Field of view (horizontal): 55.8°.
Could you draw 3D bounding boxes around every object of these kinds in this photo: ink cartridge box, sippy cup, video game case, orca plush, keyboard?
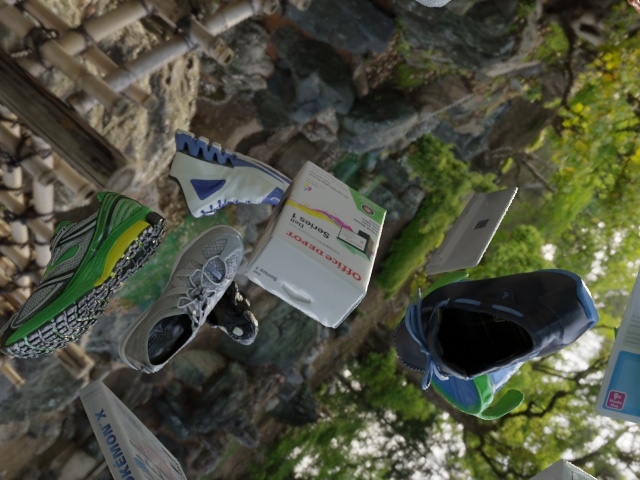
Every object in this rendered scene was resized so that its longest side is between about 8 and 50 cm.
[{"bbox_3d":[0.000,0.000,1.167,0.117,0.201,0.278,-51,-169,36],"label":"ink cartridge box"},{"bbox_3d":[0.354,0.226,1.342,0.224,0.240,0.305,-31,138,-19],"label":"sippy cup"},{"bbox_3d":[-0.205,0.380,0.840,0.036,0.300,0.329,-31,143,-15],"label":"video game case"},{"bbox_3d":[-0.229,0.117,1.508,0.151,0.287,0.102,-2,150,-45],"label":"orca plush"},{"bbox_3d":[0.224,-0.020,0.874,0.072,0.014,0.256,-7,-156,33],"label":"keyboard"}]

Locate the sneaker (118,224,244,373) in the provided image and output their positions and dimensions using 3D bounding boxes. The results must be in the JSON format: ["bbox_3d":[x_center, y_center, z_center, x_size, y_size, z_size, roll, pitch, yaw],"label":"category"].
[{"bbox_3d":[-0.207,0.102,0.985,0.281,0.105,0.115,-57,-150,-11],"label":"sneaker"}]

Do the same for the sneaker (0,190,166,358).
[{"bbox_3d":[-0.433,0.060,1.070,0.343,0.146,0.134,-52,170,-24],"label":"sneaker"}]

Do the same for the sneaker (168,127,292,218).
[{"bbox_3d":[-0.225,-0.123,1.444,0.127,0.316,0.182,-101,-144,-77],"label":"sneaker"}]

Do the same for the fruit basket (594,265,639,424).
[{"bbox_3d":[0.550,0.092,0.789,0.165,0.327,0.353,-130,-126,-71],"label":"fruit basket"}]

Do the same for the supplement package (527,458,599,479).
[{"bbox_3d":[0.411,0.460,0.881,0.134,0.244,0.139,-58,-179,40],"label":"supplement package"}]

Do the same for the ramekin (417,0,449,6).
[{"bbox_3d":[0.170,-0.411,0.796,0.207,0.109,0.207,-51,-167,17],"label":"ramekin"}]

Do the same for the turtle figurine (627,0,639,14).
[{"bbox_3d":[0.525,-0.295,0.729,0.217,0.270,0.087,-56,-154,32],"label":"turtle figurine"}]

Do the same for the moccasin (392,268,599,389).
[{"bbox_3d":[0.177,0.110,0.769,0.117,0.137,0.342,-24,170,-30],"label":"moccasin"}]
